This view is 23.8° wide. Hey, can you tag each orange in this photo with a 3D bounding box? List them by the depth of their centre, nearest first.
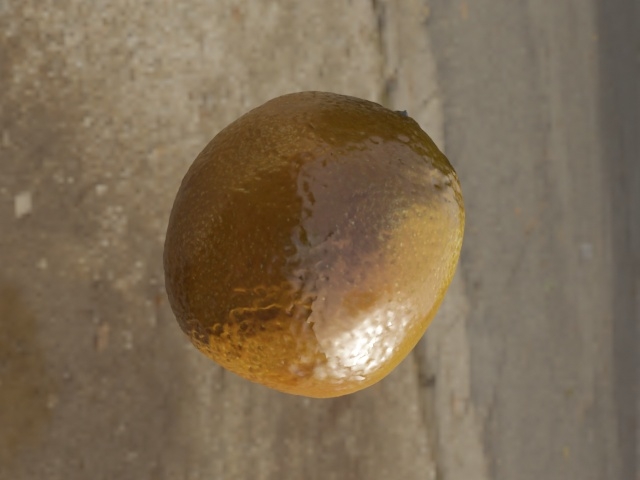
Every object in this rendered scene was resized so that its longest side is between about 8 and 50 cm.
[{"bbox_3d":[0.000,0.000,1.258,0.264,0.264,0.264,-1,90,-73],"label":"orange"}]
